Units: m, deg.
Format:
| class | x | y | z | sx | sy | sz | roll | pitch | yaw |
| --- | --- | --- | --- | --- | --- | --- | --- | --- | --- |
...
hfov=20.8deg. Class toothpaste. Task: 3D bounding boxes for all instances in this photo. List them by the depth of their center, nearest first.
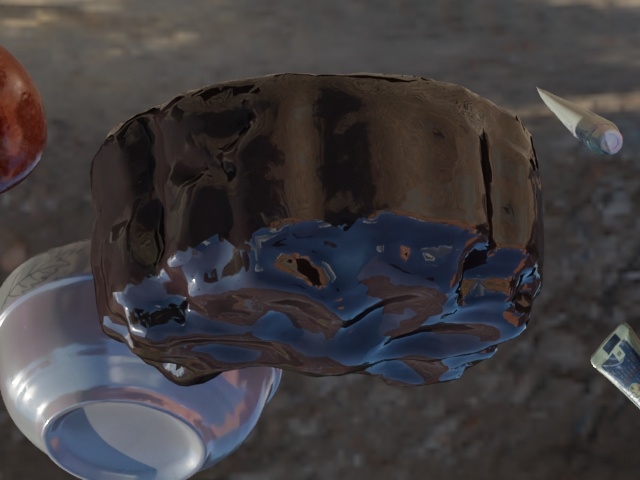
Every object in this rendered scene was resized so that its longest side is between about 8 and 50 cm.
| class | x | y | z | sx | sy | sz | roll | pitch | yaw |
| --- | --- | --- | --- | --- | --- | --- | --- | --- | --- |
| toothpaste | 0.342 | 0.164 | 1.712 | 0.035 | 0.197 | 0.057 | 14 | 120 | -51 |
| toothpaste | 0.255 | -0.118 | 1.722 | 0.052 | 0.033 | 0.218 | 42 | -175 | -15 |

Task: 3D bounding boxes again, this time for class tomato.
| class | x | y | z | sx | sy | sz | roll | pitch | yaw |
| --- | --- | --- | --- | --- | --- | --- | --- | --- | --- |
| tomato | -0.381 | -0.126 | 1.811 | 0.187 | 0.151 | 0.187 | 27 | 150 | 17 |

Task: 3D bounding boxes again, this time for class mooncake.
| class | x | y | z | sx | sy | sz | roll | pitch | yaw |
| --- | --- | --- | --- | --- | --- | --- | --- | --- | --- |
| mooncake | 0.000 | 0.000 | 1.431 | 0.381 | 0.212 | 0.350 | -4 | 156 | -1 |

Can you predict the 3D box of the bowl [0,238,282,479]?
| class | x | y | z | sx | sy | sz | roll | pitch | yaw |
| --- | --- | --- | --- | --- | --- | --- | --- | --- | --- |
| bowl | -0.181 | 0.138 | 1.669 | 0.287 | 0.144 | 0.287 | 3 | 141 | 2 |
